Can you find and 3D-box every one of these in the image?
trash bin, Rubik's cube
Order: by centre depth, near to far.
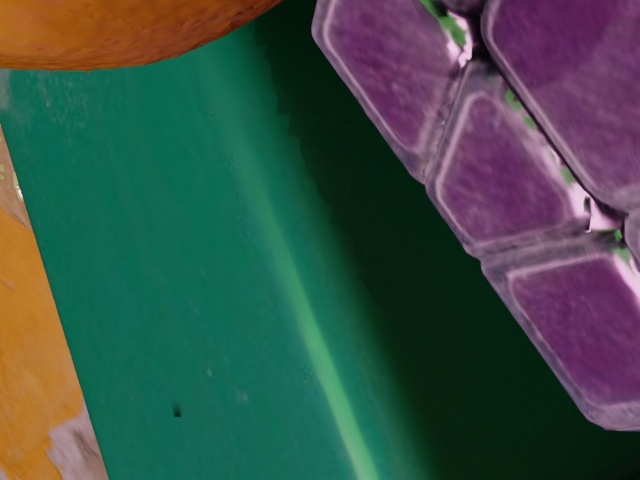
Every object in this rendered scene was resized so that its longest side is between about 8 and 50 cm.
[{"bbox_3d":[0.155,-0.090,0.406,0.319,0.319,0.264,-18,72,55],"label":"Rubik's cube"},{"bbox_3d":[0.000,0.000,0.665,0.259,0.295,0.381,-30,82,55],"label":"trash bin"}]

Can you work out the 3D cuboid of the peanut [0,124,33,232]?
[{"bbox_3d":[-0.184,-0.090,1.011,0.082,0.082,0.187,-13,102,55],"label":"peanut"}]

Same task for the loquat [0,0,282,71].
[{"bbox_3d":[-0.052,-0.146,0.454,0.234,0.176,0.187,-50,39,16],"label":"loquat"}]
